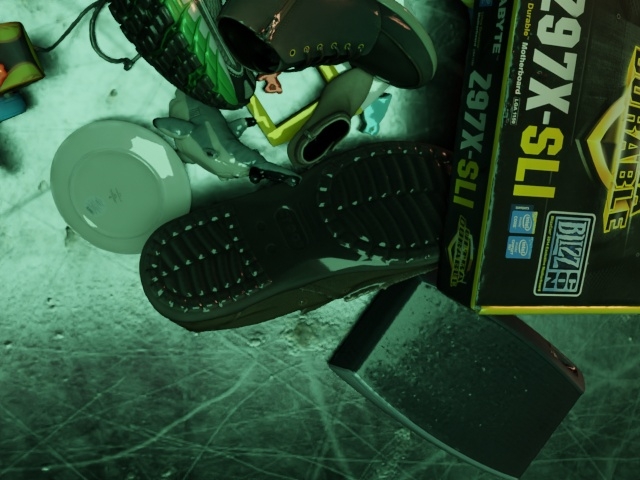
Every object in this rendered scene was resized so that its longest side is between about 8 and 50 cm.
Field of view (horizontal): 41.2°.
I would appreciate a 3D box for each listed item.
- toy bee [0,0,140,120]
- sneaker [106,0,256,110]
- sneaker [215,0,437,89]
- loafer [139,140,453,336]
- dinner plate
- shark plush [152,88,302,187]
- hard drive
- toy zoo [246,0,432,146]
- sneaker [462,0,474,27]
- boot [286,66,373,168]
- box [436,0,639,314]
[{"bbox_3d":[-0.312,-0.154,0.735,0.298,0.162,0.195,-42,103,2],"label":"toy bee"},{"bbox_3d":[-0.121,-0.273,0.723,0.146,0.134,0.344,-29,115,-22],"label":"sneaker"},{"bbox_3d":[0.005,-0.172,0.754,0.222,0.083,0.118,31,66,-28],"label":"sneaker"},{"bbox_3d":[0.000,0.000,0.852,0.365,0.130,0.134,-13,70,-15],"label":"loafer"},{"bbox_3d":[-0.196,-0.047,0.828,0.141,0.017,0.141,3,115,6],"label":"dinner plate"},{"bbox_3d":[-0.088,-0.098,0.800,0.067,0.161,0.073,-53,146,-13],"label":"shark plush"},{"bbox_3d":[0.156,0.148,0.925,0.254,0.054,0.172,35,95,-14],"label":"hard drive"},{"bbox_3d":[-0.022,-0.227,0.830,0.192,0.030,0.293,-32,105,-1],"label":"toy zoo"},{"bbox_3d":[0.230,-0.277,0.844,0.240,0.091,0.126,-27,136,-13],"label":"sneaker"},{"bbox_3d":[0.015,-0.115,0.799,0.042,0.087,0.118,40,95,-16],"label":"boot"},{"bbox_3d":[0.253,-0.095,0.790,0.257,0.079,0.322,3,101,-21],"label":"box"}]
